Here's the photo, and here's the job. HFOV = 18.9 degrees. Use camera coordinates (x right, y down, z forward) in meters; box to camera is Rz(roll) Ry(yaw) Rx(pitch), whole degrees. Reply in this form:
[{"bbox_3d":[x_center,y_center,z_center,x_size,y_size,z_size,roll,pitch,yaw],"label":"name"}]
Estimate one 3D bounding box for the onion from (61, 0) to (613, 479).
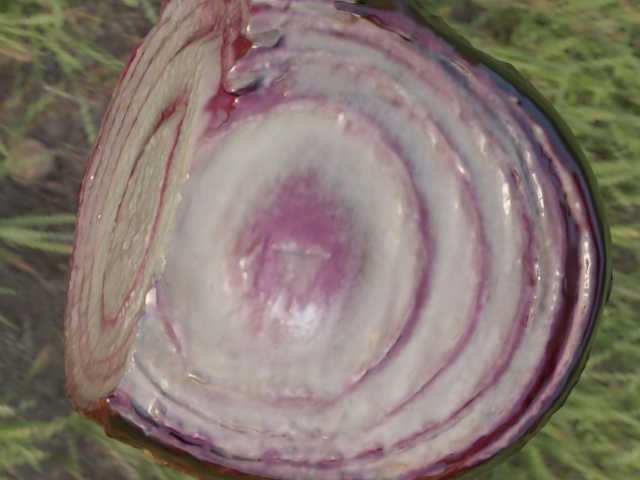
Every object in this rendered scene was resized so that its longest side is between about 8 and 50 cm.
[{"bbox_3d":[0.005,0.002,0.821,0.207,0.206,0.216,24,90,-16],"label":"onion"}]
